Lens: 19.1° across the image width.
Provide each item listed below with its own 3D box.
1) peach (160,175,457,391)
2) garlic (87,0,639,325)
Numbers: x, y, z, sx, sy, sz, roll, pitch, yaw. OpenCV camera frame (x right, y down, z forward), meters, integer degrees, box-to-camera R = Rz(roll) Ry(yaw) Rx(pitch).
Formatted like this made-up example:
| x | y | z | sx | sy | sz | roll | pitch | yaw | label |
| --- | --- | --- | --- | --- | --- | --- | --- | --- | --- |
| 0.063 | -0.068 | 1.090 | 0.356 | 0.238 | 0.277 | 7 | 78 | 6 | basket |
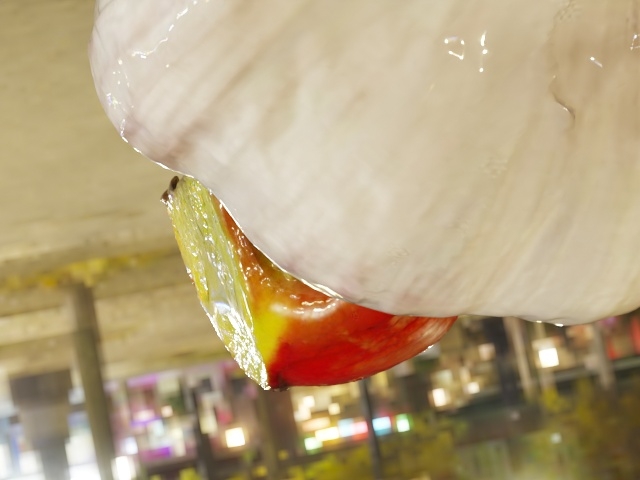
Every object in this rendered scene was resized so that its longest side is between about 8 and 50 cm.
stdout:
| x | y | z | sx | sy | sz | roll | pitch | yaw | label |
| --- | --- | --- | --- | --- | --- | --- | --- | --- | --- |
| 0.002 | 0.006 | 1.088 | 0.158 | 0.154 | 0.267 | -15 | 176 | -12 | peach |
| 0.051 | -0.096 | 0.438 | 0.218 | 0.218 | 0.212 | -9 | 164 | -19 | garlic |
